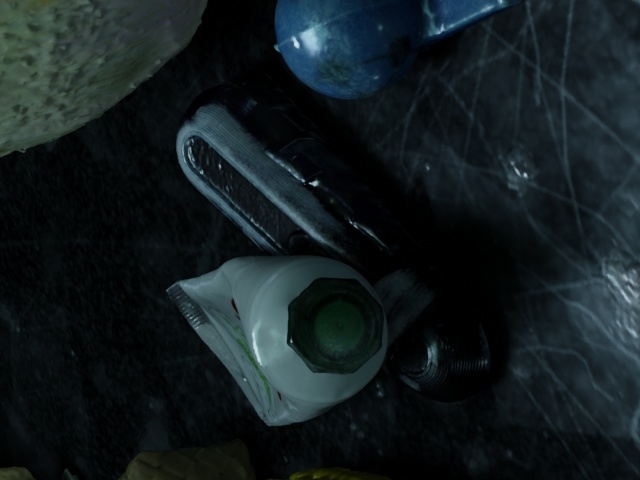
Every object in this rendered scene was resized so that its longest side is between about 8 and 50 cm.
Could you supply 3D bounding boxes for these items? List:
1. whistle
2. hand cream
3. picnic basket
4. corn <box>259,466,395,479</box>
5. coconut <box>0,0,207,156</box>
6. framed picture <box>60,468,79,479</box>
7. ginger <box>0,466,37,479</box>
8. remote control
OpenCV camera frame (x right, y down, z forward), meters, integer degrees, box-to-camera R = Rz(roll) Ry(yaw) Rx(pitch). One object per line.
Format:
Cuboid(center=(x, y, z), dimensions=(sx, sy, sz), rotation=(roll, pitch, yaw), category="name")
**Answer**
Cuboid(center=(0.026, -0.122, 0.923), dimensions=(0.158, 0.090, 0.090), rotation=(-20, 90, 56), category="whistle")
Cuboid(center=(-0.030, 0.062, 1.041), dimensions=(0.121, 0.076, 0.336), rotation=(58, 165, -2), category="hand cream")
Cuboid(center=(-0.088, 0.246, 1.224), dimensions=(0.178, 0.128, 0.138), rotation=(66, 148, 22), category="picnic basket")
Cuboid(center=(0.055, 0.206, 1.024), dimensions=(0.322, 0.119, 0.119), rotation=(7, 112, 57), category="corn")
Cuboid(center=(-0.198, -0.206, 1.037), dimensions=(0.297, 0.254, 0.297), rotation=(24, 121, 47), category="coconut")
Cuboid(center=(-0.200, 0.341, 1.527), dimensions=(0.197, 0.014, 0.252), rotation=(54, 142, 22), category="framed picture")
Cuboid(center=(-0.321, 0.273, 1.482), dimensions=(0.276, 0.130, 0.221), rotation=(32, 122, -10), category="ginger")
Cuboid(center=(0.000, 0.000, 1.035), dimensions=(0.266, 0.066, 0.090), rotation=(48, 148, 29), category="remote control")
